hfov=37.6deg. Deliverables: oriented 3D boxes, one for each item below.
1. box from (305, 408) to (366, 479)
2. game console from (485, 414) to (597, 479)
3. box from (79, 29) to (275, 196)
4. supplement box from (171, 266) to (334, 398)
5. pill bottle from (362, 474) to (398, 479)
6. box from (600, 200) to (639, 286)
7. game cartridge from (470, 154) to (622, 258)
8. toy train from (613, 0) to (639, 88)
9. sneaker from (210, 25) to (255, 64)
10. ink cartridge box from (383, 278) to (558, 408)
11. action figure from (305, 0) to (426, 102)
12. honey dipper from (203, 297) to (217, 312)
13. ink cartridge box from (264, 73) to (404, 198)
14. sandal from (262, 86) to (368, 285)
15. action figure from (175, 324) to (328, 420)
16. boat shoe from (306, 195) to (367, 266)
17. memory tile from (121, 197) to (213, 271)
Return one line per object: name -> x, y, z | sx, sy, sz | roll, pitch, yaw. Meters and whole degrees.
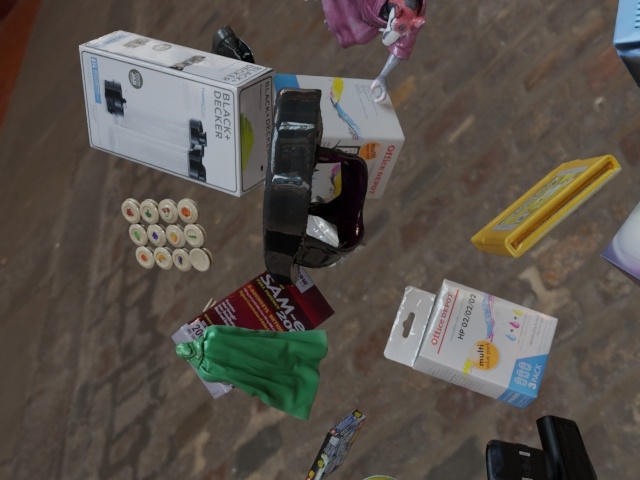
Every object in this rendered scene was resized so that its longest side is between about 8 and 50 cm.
box -> 0.027, 0.381, 1.724 | 0.027, 0.094, 0.137 | 36, 124, 21
game console -> 0.392, 0.406, 1.658 | 0.044, 0.361, 0.213 | -28, 57, 33
box -> -0.205, -0.188, 1.354 | 0.289, 0.169, 0.087 | 20, 35, 26
supplement box -> -0.109, 0.139, 1.554 | 0.239, 0.130, 0.073 | -35, -2, -29
pill bottle -> 0.114, 0.543, 1.780 | 0.136, 0.136, 0.245 | -53, -2, 4
box -> 0.696, 0.000, 1.595 | 0.294, 0.182, 0.296 | -57, 33, 6
game cartridge -> 0.471, -0.074, 2.020 | 0.285, 0.053, 0.323 | -40, 5, -2
toy train -> 0.293, -0.152, 0.742 | 0.080, 0.184, 0.105 | 2, 68, 38
sneaker -> -0.154, -0.323, 1.686 | 0.051, 0.089, 0.170 | -35, -8, -13
ink cartridge box -> 0.178, 0.117, 1.126 | 0.061, 0.181, 0.104 | 99, -169, -68
action figure -> 0.125, -0.440, 1.753 | 0.275, 0.248, 0.370 | -35, 29, -6
honey dipper -> -0.134, 0.158, 1.662 | 0.030, 0.160, 0.030 | -54, 6, 8
ink cartridge box -> 0.013, -0.193, 1.778 | 0.171, 0.232, 0.168 | 111, 151, -47
sandal -> 0.000, -0.037, 0.989 | 0.446, 0.107, 0.168 | 105, 171, -85
action figure -> -0.103, 0.173, 1.348 | 0.063, 0.232, 0.137 | -7, 70, 52
boat shoe -> -0.002, -0.002, 1.583 | 0.103, 0.118, 0.320 | -46, 5, 0
memory tile -> -0.224, -0.008, 1.371 | 0.148, 0.113, 0.012 | 1, 24, 33
